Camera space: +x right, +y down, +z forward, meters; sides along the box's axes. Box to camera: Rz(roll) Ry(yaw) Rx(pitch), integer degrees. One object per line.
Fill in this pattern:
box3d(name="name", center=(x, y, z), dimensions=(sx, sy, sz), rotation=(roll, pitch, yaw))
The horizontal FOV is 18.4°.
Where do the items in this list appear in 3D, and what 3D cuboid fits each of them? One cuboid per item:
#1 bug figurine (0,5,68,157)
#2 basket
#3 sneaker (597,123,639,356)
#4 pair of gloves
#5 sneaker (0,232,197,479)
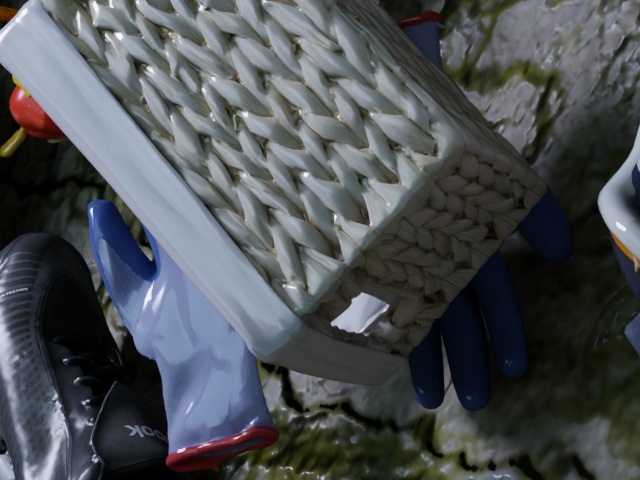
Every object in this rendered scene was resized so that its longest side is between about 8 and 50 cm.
box3d(name="bug figurine", center=(-0.062, -0.090, 0.915), dimensions=(0.279, 0.072, 0.216), rotation=(44, 113, 47))
box3d(name="basket", center=(-0.014, -0.043, 0.708), dimensions=(0.103, 0.113, 0.167), rotation=(-47, 68, 10))
box3d(name="sneaker", center=(0.152, 0.031, 0.543), dimensions=(0.126, 0.127, 0.321), rotation=(-35, 48, 33))
box3d(name="pair of gloves", center=(0.000, 0.000, 0.771), dimensions=(0.198, 0.023, 0.159), rotation=(-16, 77, 22))
box3d(name="sneaker", center=(-0.098, 0.092, 0.863), dimensions=(0.106, 0.078, 0.234), rotation=(-30, 53, 35))
